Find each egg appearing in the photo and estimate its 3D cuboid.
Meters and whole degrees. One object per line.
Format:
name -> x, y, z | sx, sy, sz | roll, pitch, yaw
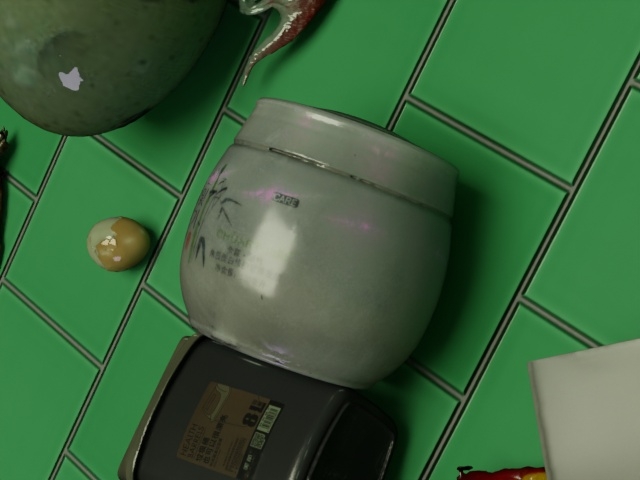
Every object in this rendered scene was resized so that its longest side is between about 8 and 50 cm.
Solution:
egg -> -0.256, 0.003, 1.866 | 0.083, 0.071, 0.071 | -18, 71, 32
egg -> -0.272, -0.338, 1.768 | 0.345, 0.345, 0.428 | 15, 104, 39

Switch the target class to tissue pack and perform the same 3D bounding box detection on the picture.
tissue pack -> 0.333, 0.157, 1.313 | 0.246, 0.159, 0.136 | -15, 74, 35

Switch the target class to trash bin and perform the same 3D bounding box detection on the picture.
trash bin -> -0.079, 0.224, 1.596 | 0.290, 0.182, 0.209 | 12, 68, 40

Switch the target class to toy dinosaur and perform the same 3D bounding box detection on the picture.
toy dinosaur -> -0.022, -0.289, 1.738 | 0.167, 0.053, 0.242 | 19, 86, 32

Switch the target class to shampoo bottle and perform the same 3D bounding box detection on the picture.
shampoo bottle -> 0.000, 0.000, 1.532 | 0.273, 0.273, 0.266 | 17, 89, 39

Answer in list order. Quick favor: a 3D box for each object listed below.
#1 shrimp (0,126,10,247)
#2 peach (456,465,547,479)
shrimp -> -0.501, -0.025, 2.079 | 0.154, 0.062, 0.294 | 28, 103, 26
peach -> 0.153, 0.304, 1.397 | 0.196, 0.190, 0.226 | 26, 77, 13
